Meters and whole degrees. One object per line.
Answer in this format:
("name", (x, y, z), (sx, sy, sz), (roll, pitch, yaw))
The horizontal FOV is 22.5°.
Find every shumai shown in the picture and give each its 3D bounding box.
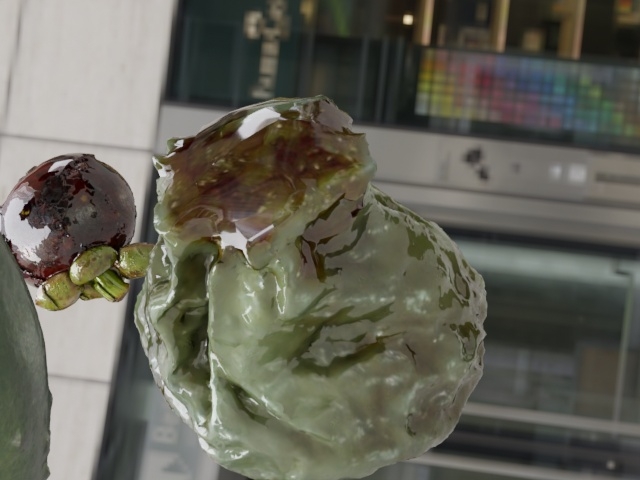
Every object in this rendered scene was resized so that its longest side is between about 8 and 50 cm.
("shumai", (0.000, 0.000, 0.994), (0.261, 0.225, 0.222), (-72, -10, -66))

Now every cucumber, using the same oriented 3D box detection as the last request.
("cucumber", (-0.269, 0.100, 1.304), (0.145, 0.105, 0.325), (-50, -31, -48))

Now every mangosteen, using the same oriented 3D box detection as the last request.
("mangosteen", (-0.273, -0.003, 1.788), (0.180, 0.166, 0.166), (53, 175, 18))
